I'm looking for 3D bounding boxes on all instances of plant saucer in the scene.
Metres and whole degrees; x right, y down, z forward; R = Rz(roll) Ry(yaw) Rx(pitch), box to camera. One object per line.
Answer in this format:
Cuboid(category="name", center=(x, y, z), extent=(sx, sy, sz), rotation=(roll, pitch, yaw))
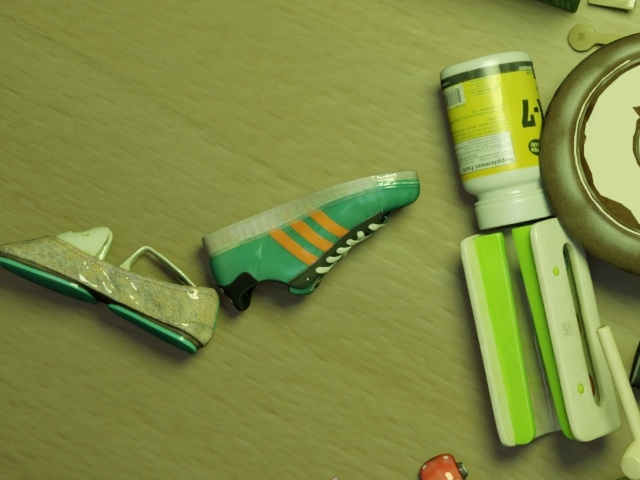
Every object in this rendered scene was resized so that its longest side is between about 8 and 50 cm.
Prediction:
Cuboid(category="plant saucer", center=(0.417, -0.109, 1.616), extent=(0.311, 0.050, 0.310), rotation=(-1, 82, 7))

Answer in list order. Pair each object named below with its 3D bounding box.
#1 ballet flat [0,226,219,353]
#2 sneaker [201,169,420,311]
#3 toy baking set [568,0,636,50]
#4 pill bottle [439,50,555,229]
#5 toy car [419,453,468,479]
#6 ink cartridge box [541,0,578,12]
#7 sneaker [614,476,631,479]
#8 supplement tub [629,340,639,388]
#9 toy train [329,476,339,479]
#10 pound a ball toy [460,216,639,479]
Cuboid(category="ballet flat", center=(-0.277, 0.046, 1.815), extent=(0.316, 0.107, 0.106), rotation=(24, 75, 3))
Cuboid(category="sneaker", center=(0.000, 0.000, 1.758), extent=(0.302, 0.108, 0.121), rotation=(-21, 89, 17))
Cuboid(category="toy baking set", center=(0.429, -0.241, 1.702), extent=(0.256, 0.030, 0.196), rotation=(40, 109, 18))
Cuboid(category="pill bottle", center=(0.227, -0.124, 1.705), extent=(0.119, 0.119, 0.208), rotation=(-12, 90, 10))
Cuboid(category="toy car", center=(0.232, 0.403, 1.747), extent=(0.225, 0.053, 0.239), rotation=(4, 93, 9))
Cuboid(category="ink cartridge box", center=(0.203, -0.389, 1.661), extent=(0.278, 0.201, 0.117), rotation=(21, 94, 9))
Cuboid(category="sneaker", center=(0.515, 0.416, 1.628), extent=(0.410, 0.182, 0.158), rotation=(31, 94, 16))
Cuboid(category="supplement tub", center=(0.487, 0.173, 1.675), extent=(0.198, 0.106, 0.106), rotation=(17, 94, 9))
Cuboid(category="toy train", center=(0.043, 0.381, 1.783), extent=(0.125, 0.046, 0.166), rotation=(29, 95, 8))
Cuboid(category="pound a ball toy", center=(0.318, 0.128, 1.671), extent=(0.208, 0.136, 0.319), rotation=(-14, 89, 45))
